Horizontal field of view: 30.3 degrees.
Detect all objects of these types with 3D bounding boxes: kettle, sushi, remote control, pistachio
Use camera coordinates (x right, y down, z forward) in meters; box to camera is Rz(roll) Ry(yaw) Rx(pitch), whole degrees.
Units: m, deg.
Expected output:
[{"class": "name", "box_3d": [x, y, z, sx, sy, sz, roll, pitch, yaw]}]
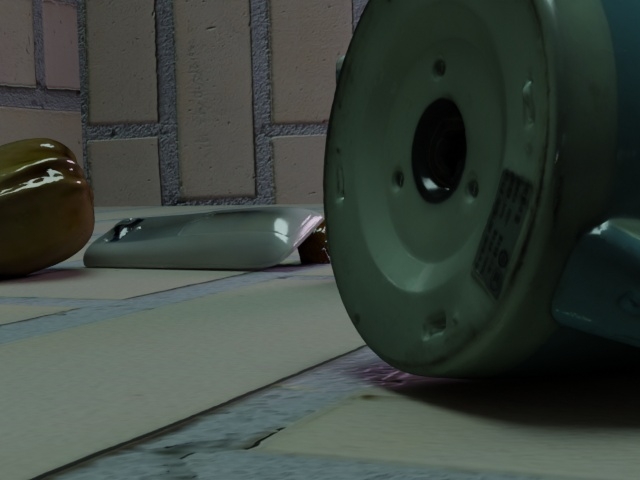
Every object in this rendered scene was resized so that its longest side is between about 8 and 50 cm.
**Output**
[{"class": "kettle", "box_3d": [0.216, -0.016, 0.674, 0.342, 0.247, 0.319, 5, 32, -24]}, {"class": "sushi", "box_3d": [0.000, 0.000, 1.503, 0.055, 0.052, 0.120, -1, 4, 2]}, {"class": "remote control", "box_3d": [-0.152, -0.010, 1.476, 0.313, 0.055, 0.109, -1, 27, 29]}, {"class": "pistachio", "box_3d": [-0.396, -0.027, 1.409, 0.260, 0.163, 0.213, -16, -13, -16]}]

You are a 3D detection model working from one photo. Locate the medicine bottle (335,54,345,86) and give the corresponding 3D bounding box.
[{"class": "medicine bottle", "box_3d": [0.085, -0.077, 1.227, 0.139, 0.237, 0.139, -2, 5, 0]}]
